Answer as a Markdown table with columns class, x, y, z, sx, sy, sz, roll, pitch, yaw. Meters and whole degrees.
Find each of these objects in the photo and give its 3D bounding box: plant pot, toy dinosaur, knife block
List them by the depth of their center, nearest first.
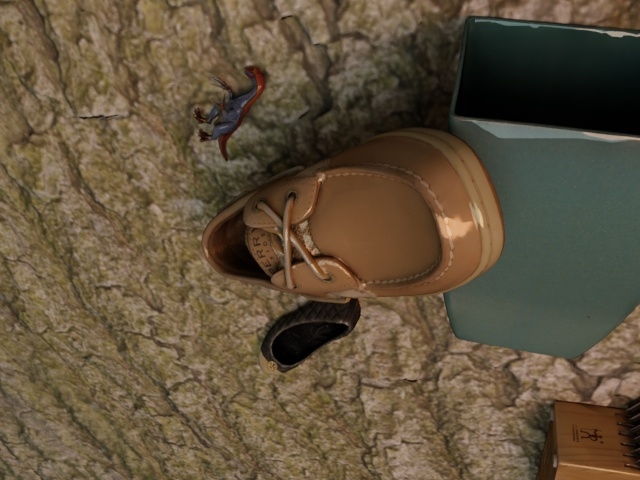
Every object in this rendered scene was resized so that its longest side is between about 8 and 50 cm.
| class | x | y | z | sx | sy | sz | roll | pitch | yaw |
| --- | --- | --- | --- | --- | --- | --- | --- | --- | --- |
| plant pot | 0.177 | -0.026 | 0.517 | 0.165 | 0.166 | 0.234 | 9 | 130 | 10 |
| toy dinosaur | -0.080 | -0.125 | 0.608 | 0.082 | 0.047 | 0.090 | -19 | 152 | 18 |
| knife block | 0.372 | 0.268 | 0.718 | 0.242 | 0.088 | 0.276 | 6 | 126 | 13 |

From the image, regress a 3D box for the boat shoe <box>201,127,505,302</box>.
| class | x | y | z | sx | sy | sz | roll | pitch | yaw |
| --- | --- | --- | --- | --- | --- | --- | --- | --- | --- |
| boat shoe | 0.000 | 0.000 | 0.507 | 0.341 | 0.110 | 0.122 | -10 | 101 | 64 |

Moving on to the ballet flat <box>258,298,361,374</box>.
| class | x | y | z | sx | sy | sz | roll | pitch | yaw |
| --- | --- | --- | --- | --- | --- | --- | --- | --- | --- |
| ballet flat | -0.021 | 0.110 | 0.743 | 0.057 | 0.049 | 0.173 | 39 | 127 | -12 |
